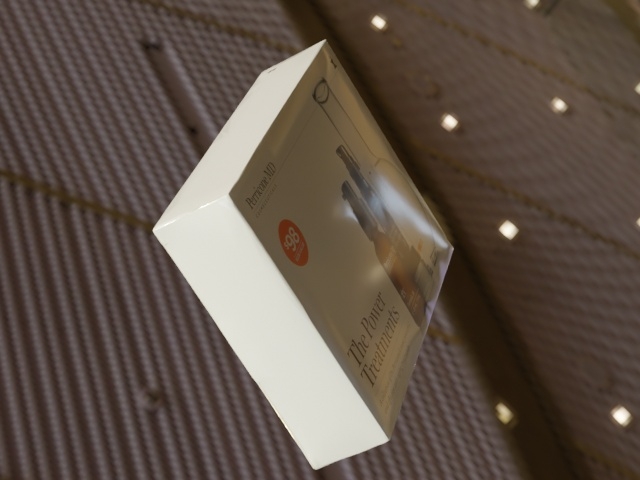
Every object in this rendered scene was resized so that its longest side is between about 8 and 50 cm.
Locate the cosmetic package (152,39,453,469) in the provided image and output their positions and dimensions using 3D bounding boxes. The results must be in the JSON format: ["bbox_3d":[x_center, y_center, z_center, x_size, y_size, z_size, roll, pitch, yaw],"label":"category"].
[{"bbox_3d":[0.000,0.000,1.545,0.284,0.097,0.377,55,-153,-17],"label":"cosmetic package"}]
